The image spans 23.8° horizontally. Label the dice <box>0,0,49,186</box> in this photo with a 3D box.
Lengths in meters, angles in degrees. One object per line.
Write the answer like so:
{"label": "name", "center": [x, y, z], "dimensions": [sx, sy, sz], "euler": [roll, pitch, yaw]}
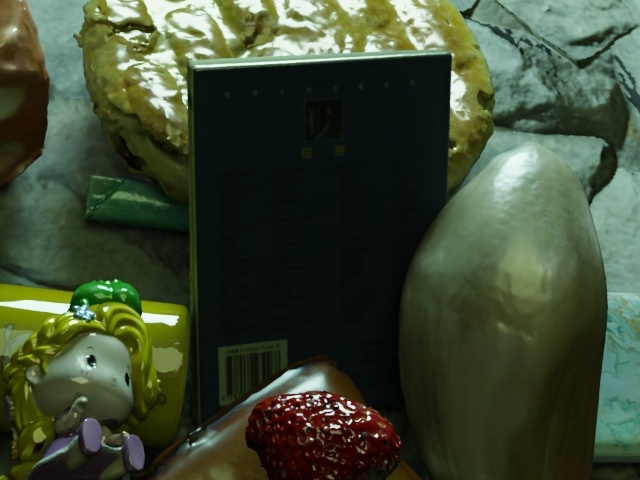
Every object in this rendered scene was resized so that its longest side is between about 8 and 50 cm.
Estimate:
{"label": "dice", "center": [-0.309, -0.126, 1.107], "dimensions": [0.179, 0.175, 0.174], "euler": [-23, 69, -21]}

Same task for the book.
{"label": "book", "center": [0.000, 0.000, 1.091], "dimensions": [0.191, 0.269, 0.025], "euler": [-5, 18, -17]}

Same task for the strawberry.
{"label": "strawberry", "center": [-0.001, 0.128, 0.926], "dimensions": [0.096, 0.083, 0.083], "euler": [25, 57, 12]}

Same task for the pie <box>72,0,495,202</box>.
{"label": "pie", "center": [-0.022, -0.130, 1.213], "dimensions": [0.339, 0.083, 0.339], "euler": [9, 48, -10]}

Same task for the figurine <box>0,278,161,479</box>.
{"label": "figurine", "center": [-0.161, 0.098, 0.955], "dimensions": [0.095, 0.115, 0.156], "euler": [38, 34, -41]}

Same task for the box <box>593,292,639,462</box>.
{"label": "box", "center": [0.269, 0.107, 1.195], "dimensions": [0.285, 0.044, 0.142], "euler": [2, 57, -14]}

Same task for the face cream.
{"label": "face cream", "center": [-0.269, 0.074, 1.041], "dimensions": [0.349, 0.105, 0.105], "euler": [8, 59, -9]}

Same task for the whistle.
{"label": "whistle", "center": [-0.088, -0.021, 1.180], "dimensions": [0.186, 0.039, 0.039], "euler": [8, 59, -10]}

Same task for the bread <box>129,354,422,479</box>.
{"label": "bread", "center": [-0.029, 0.281, 0.960], "dimensions": [0.324, 0.143, 0.333], "euler": [-34, 74, -27]}

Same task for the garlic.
{"label": "garlic", "center": [0.133, 0.092, 1.076], "dimensions": [0.143, 0.112, 0.318], "euler": [-3, 98, -15]}
